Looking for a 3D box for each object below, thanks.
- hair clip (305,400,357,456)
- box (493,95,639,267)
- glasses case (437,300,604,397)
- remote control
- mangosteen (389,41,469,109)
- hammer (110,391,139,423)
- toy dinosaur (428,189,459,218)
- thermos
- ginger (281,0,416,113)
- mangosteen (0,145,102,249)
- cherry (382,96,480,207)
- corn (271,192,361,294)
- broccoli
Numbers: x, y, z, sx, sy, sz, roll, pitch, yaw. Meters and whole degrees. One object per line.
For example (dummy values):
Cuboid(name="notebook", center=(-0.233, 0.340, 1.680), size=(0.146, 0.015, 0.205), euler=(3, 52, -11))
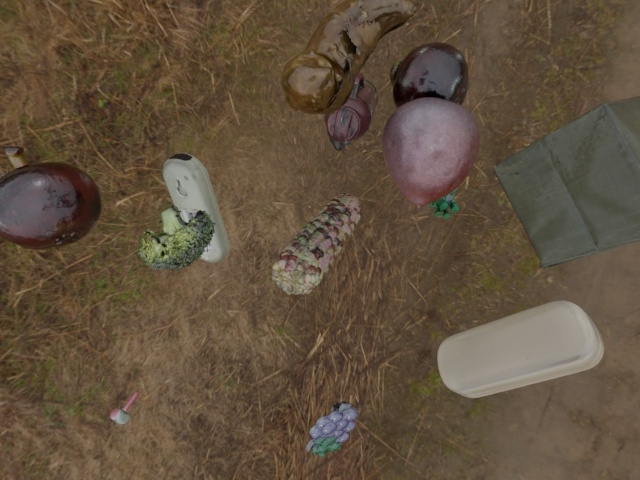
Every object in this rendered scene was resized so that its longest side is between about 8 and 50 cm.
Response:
Cuboid(name="hair clip", center=(0.027, 0.521, 1.131), size=(0.124, 0.052, 0.195), euler=(17, 107, -19))
Cuboid(name="box", center=(0.375, -0.082, 0.520), size=(0.231, 0.155, 0.149), euler=(-18, 81, -31))
Cuboid(name="glasses case", center=(0.247, 0.143, 0.526), size=(0.196, 0.083, 0.050), euler=(-29, 132, 32))
Cuboid(name="remote control", center=(-0.218, -0.048, 0.725), size=(0.078, 0.042, 0.221), euler=(8, 131, 20))
Cuboid(name="mangosteen", center=(0.276, -0.412, 1.073), size=(0.216, 0.216, 0.216), euler=(0, 95, -1))
Cuboid(name="hammer", center=(-0.496, 0.426, 1.047), size=(0.031, 0.052, 0.083), euler=(16, 56, 26))
Cuboid(name="toy dinosaur", center=(0.357, -0.123, 1.184), size=(0.059, 0.132, 0.096), euler=(10, 51, -19))
Cuboid(name="thermos", center=(0.084, -0.326, 0.999), size=(0.109, 0.330, 0.136), euler=(41, 120, -12))
Cuboid(name="ginger", center=(0.032, -0.296, 0.640), size=(0.107, 0.133, 0.309), euler=(40, 59, -15))
Cuboid(name="mangosteen", center=(-0.669, -0.108, 0.973), size=(0.235, 0.235, 0.261), euler=(-34, 89, 1))
Cuboid(name="cherry", center=(0.265, -0.215, 0.976), size=(0.239, 0.206, 0.239), euler=(13, 57, -21))
Cuboid(name="corn", center=(0.000, 0.000, 0.806), size=(0.092, 0.280, 0.092), euler=(17, 133, 19))
Cuboid(name="broccoli", center=(-0.192, -0.007, 0.540), size=(0.095, 0.097, 0.092), euler=(-18, 84, -28))
